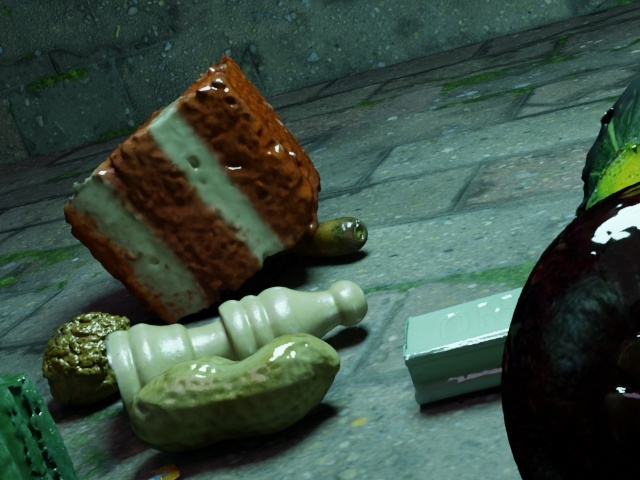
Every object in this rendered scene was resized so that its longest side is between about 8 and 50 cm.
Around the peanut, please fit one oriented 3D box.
[{"bbox_3d":[-0.089,0.160,1.053,0.230,0.103,0.098,-14,-28,8],"label":"peanut"}]

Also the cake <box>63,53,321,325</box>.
[{"bbox_3d":[-0.183,-0.074,1.515,0.320,0.270,0.269,-37,13,9],"label":"cake"}]

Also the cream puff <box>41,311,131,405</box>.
[{"bbox_3d":[-0.297,0.146,1.301,0.126,0.103,0.144,-17,11,9],"label":"cream puff"}]

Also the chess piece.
[{"bbox_3d":[-0.089,0.117,1.184,0.307,0.124,0.139,-18,-15,-10],"label":"chess piece"}]

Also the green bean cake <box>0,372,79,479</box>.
[{"bbox_3d":[-0.413,0.253,0.913,0.308,0.169,0.300,-23,4,8],"label":"green bean cake"}]

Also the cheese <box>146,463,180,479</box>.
[{"bbox_3d":[-0.191,0.254,1.002,0.111,0.017,0.047,-26,21,-23],"label":"cheese"}]

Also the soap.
[{"bbox_3d":[0.185,0.096,1.015,0.199,0.063,0.114,-15,16,10],"label":"soap"}]

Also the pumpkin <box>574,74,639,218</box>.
[{"bbox_3d":[0.392,-0.037,0.897,0.296,0.295,0.296,-17,17,5],"label":"pumpkin"}]

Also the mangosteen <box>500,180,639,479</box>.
[{"bbox_3d":[0.251,0.094,0.616,0.288,0.288,0.288,-17,17,5],"label":"mangosteen"}]

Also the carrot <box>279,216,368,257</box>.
[{"bbox_3d":[0.000,0.000,1.526,0.060,0.060,0.186,-33,15,-39],"label":"carrot"}]
